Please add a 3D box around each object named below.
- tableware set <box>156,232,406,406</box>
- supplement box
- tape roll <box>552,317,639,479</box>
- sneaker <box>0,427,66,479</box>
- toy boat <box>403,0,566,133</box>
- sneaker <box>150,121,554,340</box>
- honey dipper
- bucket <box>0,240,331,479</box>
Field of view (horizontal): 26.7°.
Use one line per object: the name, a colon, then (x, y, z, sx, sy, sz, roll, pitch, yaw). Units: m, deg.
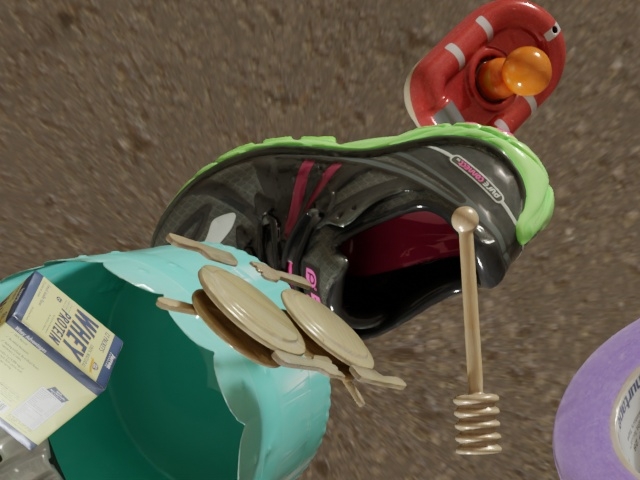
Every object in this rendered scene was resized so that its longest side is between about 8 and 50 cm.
tableware set: (-0.028, 0.066, 0.931, 0.039, 0.194, 0.128, -50, 61, 11)
supplement box: (-0.198, 0.083, 0.932, 0.083, 0.056, 0.083, -39, 110, 25)
tape roll: (0.215, 0.109, 0.660, 0.189, 0.189, 0.080, -25, 121, -3)
sneaker: (-0.237, 0.178, 1.027, 0.078, 0.106, 0.234, -22, 74, -35)
toy boat: (0.222, -0.199, 1.642, 0.231, 0.151, 0.151, -46, 111, -27)
sneaker: (0.000, 0.000, 1.420, 0.483, 0.202, 0.185, -13, 122, 32)
honey dipper: (0.098, 0.057, 0.877, 0.030, 0.030, 0.161, -3, 85, -2)
bucket: (-0.137, 0.133, 1.111, 0.281, 0.183, 0.281, 5, 101, 28)
